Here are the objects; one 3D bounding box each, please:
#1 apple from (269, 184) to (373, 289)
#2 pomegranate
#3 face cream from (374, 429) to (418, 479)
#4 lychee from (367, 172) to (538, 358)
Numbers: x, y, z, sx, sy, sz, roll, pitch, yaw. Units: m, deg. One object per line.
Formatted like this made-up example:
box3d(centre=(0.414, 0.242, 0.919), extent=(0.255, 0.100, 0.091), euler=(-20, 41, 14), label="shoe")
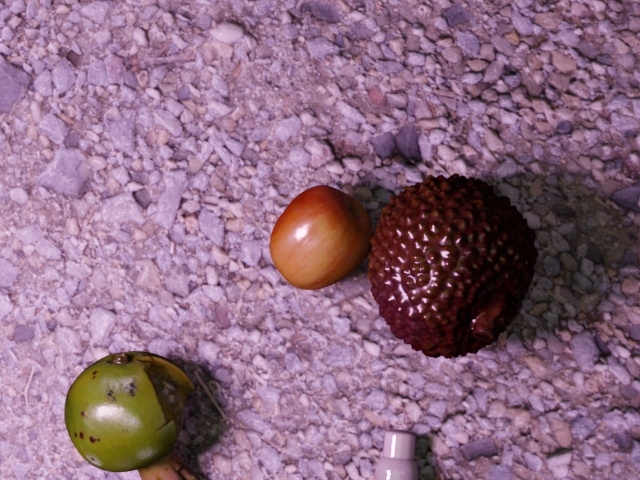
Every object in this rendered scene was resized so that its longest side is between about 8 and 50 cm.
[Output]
box3d(centre=(0.000, 0.000, 1.747), extent=(0.199, 0.199, 0.199), euler=(-1, 82, 8), label="apple")
box3d(centre=(-0.328, 0.344, 1.736), extent=(0.235, 0.236, 0.302), euler=(-19, 107, 5), label="pomegranate")
box3d(centre=(0.130, 0.473, 1.712), extent=(0.081, 0.082, 0.269), euler=(4, 81, 8), label="face cream")
box3d(centre=(0.218, 0.044, 1.654), extent=(0.306, 0.306, 0.330), euler=(-37, 50, 1), label="lychee")
